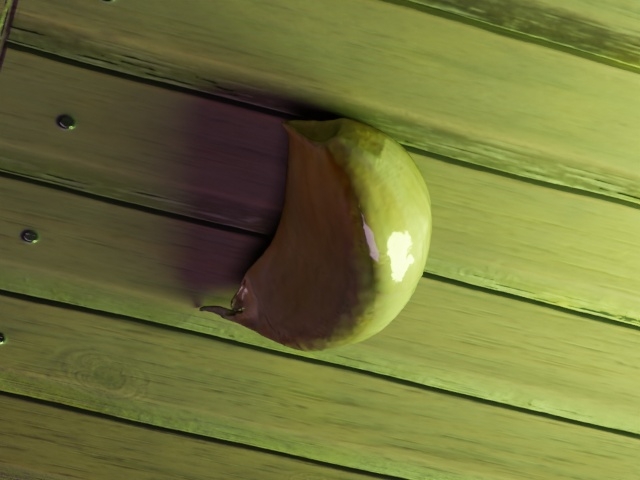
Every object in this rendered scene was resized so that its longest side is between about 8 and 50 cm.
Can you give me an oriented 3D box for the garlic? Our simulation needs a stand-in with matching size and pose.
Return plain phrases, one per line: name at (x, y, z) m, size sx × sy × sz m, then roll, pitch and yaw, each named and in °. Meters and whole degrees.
garlic at (0.008, 0.014, 1.869) m, size 0.196 × 0.151 × 0.338 m, roll 33°, pitch 138°, yaw 6°
